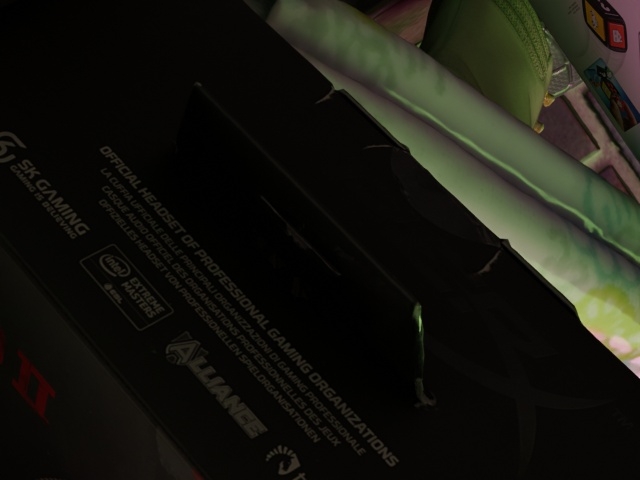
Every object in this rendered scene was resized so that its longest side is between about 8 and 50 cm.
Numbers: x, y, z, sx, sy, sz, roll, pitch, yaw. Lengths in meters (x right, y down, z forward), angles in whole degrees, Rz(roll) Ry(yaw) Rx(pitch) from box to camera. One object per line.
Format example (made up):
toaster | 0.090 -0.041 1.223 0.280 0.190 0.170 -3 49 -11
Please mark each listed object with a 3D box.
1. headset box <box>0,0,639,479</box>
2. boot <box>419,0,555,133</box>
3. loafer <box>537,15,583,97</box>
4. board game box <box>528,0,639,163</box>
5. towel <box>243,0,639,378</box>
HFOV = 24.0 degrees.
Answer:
headset box | -0.031 0.082 0.419 0.110 0.218 0.293 -27 151 -35
boot | 0.079 -0.022 0.773 0.077 0.213 0.165 1 -141 18
loafer | 0.175 -0.182 0.797 0.096 0.084 0.267 16 134 -45
board game box | 0.151 -0.100 0.467 0.053 0.193 0.305 -33 178 -14
towel | 0.001 0.076 0.657 0.374 0.090 0.320 29 129 -36
